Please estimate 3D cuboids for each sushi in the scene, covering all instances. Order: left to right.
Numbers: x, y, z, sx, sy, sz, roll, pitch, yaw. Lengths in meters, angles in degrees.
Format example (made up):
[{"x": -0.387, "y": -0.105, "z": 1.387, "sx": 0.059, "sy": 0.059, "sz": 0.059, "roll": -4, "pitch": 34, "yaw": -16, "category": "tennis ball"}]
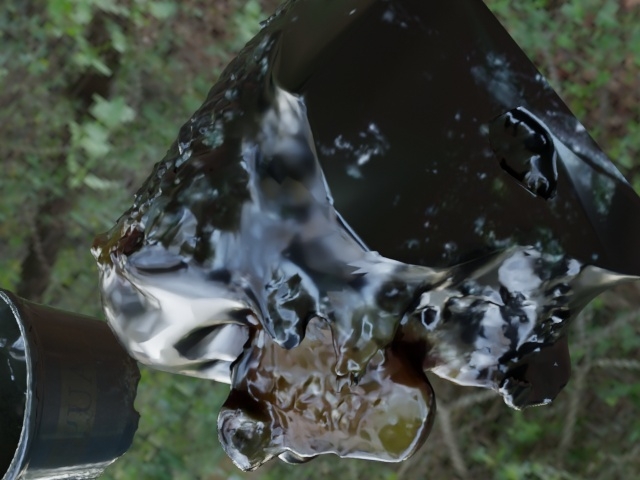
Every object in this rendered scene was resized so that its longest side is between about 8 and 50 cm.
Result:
[{"x": -0.001, "y": 0.000, "z": 0.678, "sx": 0.215, "sy": 0.212, "sz": 0.227, "roll": 47, "pitch": 167, "yaw": -27, "category": "sushi"}]

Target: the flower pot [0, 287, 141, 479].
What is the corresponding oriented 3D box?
[{"x": -0.202, "y": 0.113, "z": 1.034, "sx": 0.107, "sy": 0.157, "sz": 0.157, "roll": 9, "pitch": -169, "yaw": -41, "category": "flower pot"}]
